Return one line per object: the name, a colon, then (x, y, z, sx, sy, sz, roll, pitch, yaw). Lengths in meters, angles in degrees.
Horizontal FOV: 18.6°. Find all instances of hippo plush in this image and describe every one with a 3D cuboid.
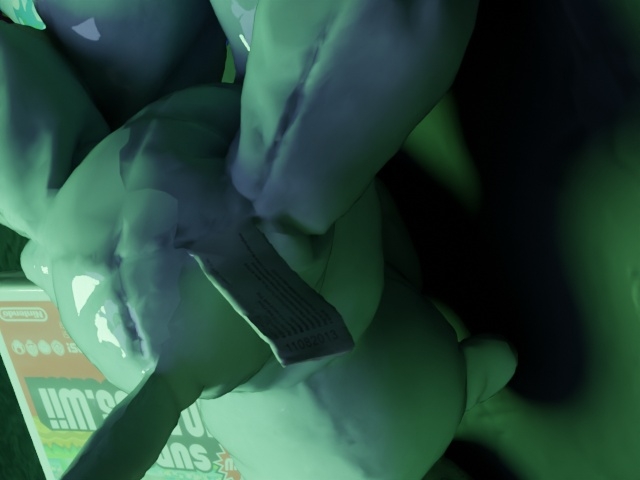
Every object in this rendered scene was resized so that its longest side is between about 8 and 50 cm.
hippo plush: (0.000, 0.000, 0.804, 0.236, 0.234, 0.294, 45, -169, -46)

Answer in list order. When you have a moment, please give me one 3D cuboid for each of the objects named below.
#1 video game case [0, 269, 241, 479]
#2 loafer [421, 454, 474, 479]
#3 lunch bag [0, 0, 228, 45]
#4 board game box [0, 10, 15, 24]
video game case: (-0.073, 0.147, 1.132, 0.204, 0.025, 0.285, -1, 117, 33)
loafer: (0.028, 0.237, 1.008, 0.111, 0.112, 0.319, 44, 144, 23)
lunch bag: (-0.115, -0.161, 0.929, 0.129, 0.096, 0.151, 44, 158, 37)
board game box: (-0.291, -0.188, 0.976, 0.066, 0.318, 0.319, -1, 114, 57)
